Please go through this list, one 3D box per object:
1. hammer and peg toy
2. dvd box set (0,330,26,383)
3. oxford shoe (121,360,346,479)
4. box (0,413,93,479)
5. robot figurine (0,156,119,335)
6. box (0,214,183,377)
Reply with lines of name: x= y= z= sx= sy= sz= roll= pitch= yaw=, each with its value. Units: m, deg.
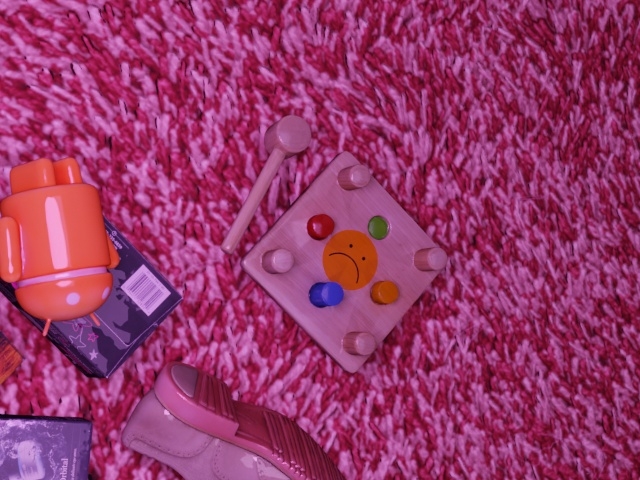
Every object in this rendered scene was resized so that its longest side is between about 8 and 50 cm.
hammer and peg toy: x=0.000 y=0.000 z=1.656 sx=0.361 sy=0.127 sz=0.266 roll=45 pitch=72 yaw=-13
dvd box set: x=-0.616 y=0.201 z=1.339 sx=0.420 sy=0.062 sz=0.308 roll=-47 pitch=131 yaw=-20
oxford shoe: x=-0.114 y=0.330 z=1.598 sx=0.397 sy=0.140 sz=0.146 roll=37 pitch=103 yaw=-21
box: x=-0.404 y=0.321 z=1.473 sx=0.158 sy=0.093 sz=0.156 roll=6 pitch=83 yaw=-21
robot figurine: x=-0.332 y=0.007 z=1.359 sx=0.128 sy=0.158 sz=0.220 roll=-10 pitch=88 yaw=-3
box: x=-0.344 y=0.051 z=1.497 sx=0.247 sy=0.142 sz=0.163 roll=48 pitch=68 yaw=-13
